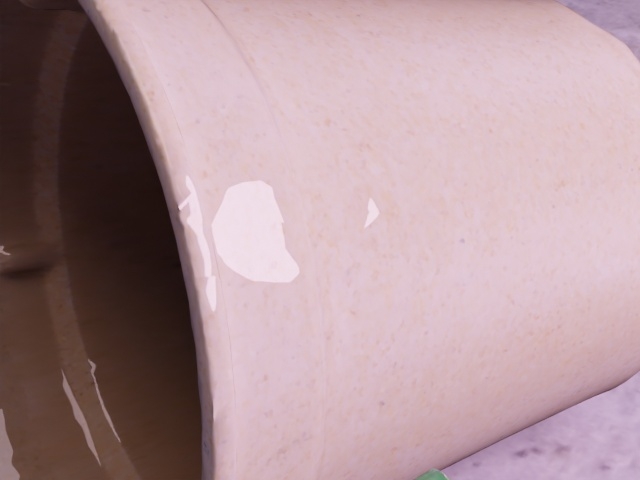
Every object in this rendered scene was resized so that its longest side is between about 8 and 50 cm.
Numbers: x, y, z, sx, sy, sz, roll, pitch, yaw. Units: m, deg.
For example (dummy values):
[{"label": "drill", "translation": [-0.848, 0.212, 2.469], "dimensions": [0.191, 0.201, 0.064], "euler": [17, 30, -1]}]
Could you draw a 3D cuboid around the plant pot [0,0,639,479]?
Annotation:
[{"label": "plant pot", "translation": [0.000, 0.000, 0.753], "dimensions": [0.305, 0.334, 0.334], "euler": [-12, 36, -31]}]

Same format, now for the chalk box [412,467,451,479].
[{"label": "chalk box", "translation": [0.027, 0.180, 0.509], "dimensions": [0.132, 0.132, 0.213], "euler": [-24, 42, -29]}]
